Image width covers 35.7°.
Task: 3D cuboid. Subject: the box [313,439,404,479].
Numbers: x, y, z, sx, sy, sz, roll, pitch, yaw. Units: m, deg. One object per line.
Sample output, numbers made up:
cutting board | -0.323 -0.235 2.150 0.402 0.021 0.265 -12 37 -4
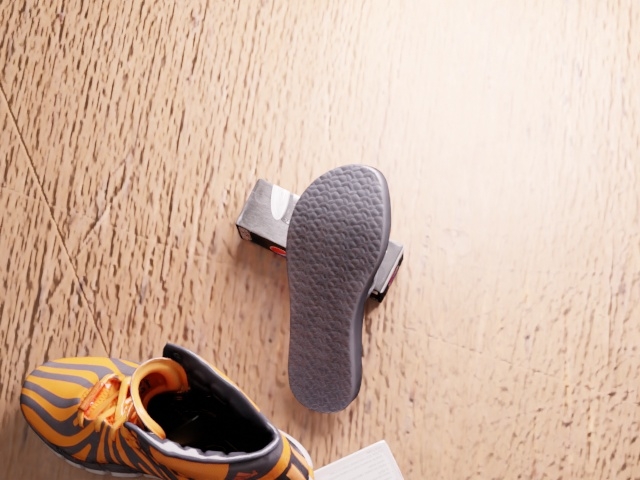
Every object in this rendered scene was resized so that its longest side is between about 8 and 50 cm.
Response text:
box | -0.072 0.286 0.949 0.324 0.063 0.067 -25 76 -3

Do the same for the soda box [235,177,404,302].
soda box | 0.000 0.000 1.027 0.169 0.053 0.060 25 78 9

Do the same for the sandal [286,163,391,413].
sandal | 0.013 0.043 0.972 0.097 0.054 0.254 17 111 19

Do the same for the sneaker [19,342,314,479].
sneaker | -0.161 0.147 0.907 0.321 0.180 0.124 12 60 22
